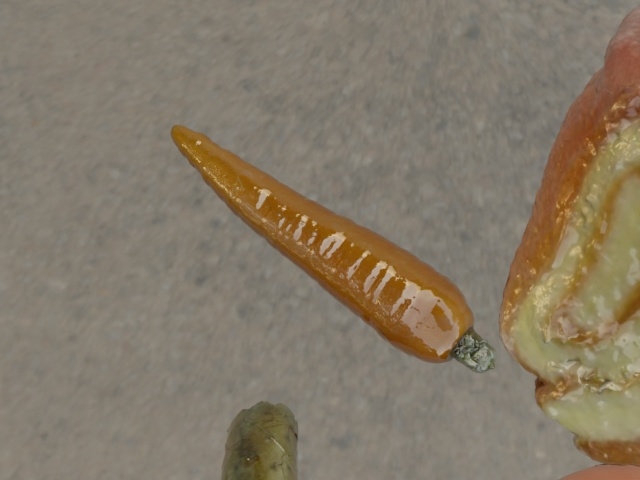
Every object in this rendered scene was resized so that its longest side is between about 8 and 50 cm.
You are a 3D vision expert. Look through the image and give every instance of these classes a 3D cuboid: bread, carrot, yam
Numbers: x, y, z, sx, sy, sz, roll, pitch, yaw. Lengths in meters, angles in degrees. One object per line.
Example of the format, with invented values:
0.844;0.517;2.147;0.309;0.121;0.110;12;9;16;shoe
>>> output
0.197;0.013;0.714;0.190;0.123;0.244;32;124;24;bread
0.000;0.000;0.998;0.336;0.069;0.069;36;106;21;carrot
-0.044;0.232;0.933;0.067;0.317;0.071;7;121;-6;yam

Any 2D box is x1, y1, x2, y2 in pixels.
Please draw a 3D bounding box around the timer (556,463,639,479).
0.246;0.298;1.037;0.229;0.215;0.230;2;118;4;timer
